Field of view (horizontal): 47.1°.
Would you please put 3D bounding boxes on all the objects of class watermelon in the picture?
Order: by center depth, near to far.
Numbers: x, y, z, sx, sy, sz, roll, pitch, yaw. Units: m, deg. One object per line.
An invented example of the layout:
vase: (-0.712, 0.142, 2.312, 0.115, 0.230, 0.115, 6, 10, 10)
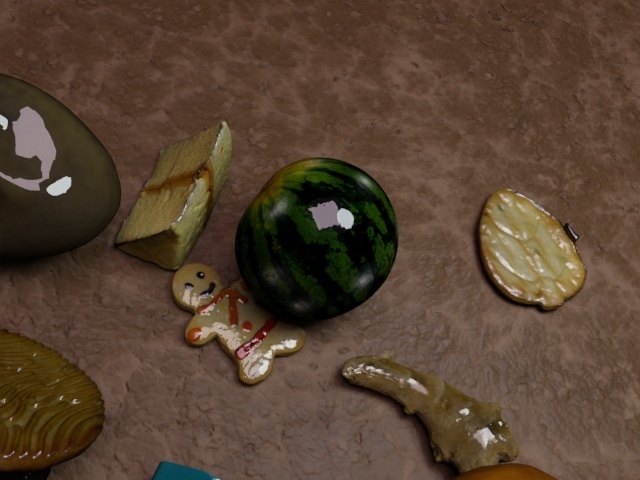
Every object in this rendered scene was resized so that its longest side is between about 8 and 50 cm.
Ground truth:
watermelon: (-0.002, -0.005, 1.157, 0.269, 0.269, 0.268, 6, 58, -9)

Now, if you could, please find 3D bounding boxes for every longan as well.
longan: (-0.479, -0.107, 1.119, 0.350, 0.288, 0.288, 27, 56, -8)

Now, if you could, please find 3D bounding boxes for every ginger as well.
ginger: (0.165, 0.265, 1.139, 0.295, 0.086, 0.131, 26, 66, 14)

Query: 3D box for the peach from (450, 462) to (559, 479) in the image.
peach: (0.250, 0.454, 0.896, 0.343, 0.343, 0.301, 34, 99, 9)

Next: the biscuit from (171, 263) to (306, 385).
biscuit: (-0.147, 0.123, 1.183, 0.234, 0.030, 0.153, 42, 58, 14)

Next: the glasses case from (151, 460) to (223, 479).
glasses case: (-0.221, 0.435, 0.924, 0.117, 0.070, 0.301, 2, 50, 28)

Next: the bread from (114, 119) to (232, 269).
bread: (-0.240, -0.097, 1.211, 0.136, 0.178, 0.240, 21, 59, -1)

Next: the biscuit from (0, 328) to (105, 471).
biscuit: (-0.432, 0.189, 0.950, 0.318, 0.040, 0.318, 25, 12, -6)

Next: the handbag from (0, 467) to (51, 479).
handbag: (-0.477, 0.295, 0.924, 0.215, 0.155, 0.169, 28, 46, 3)

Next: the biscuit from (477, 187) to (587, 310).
biscuit: (0.384, 0.012, 1.364, 0.203, 0.041, 0.259, -9, 61, -14)
